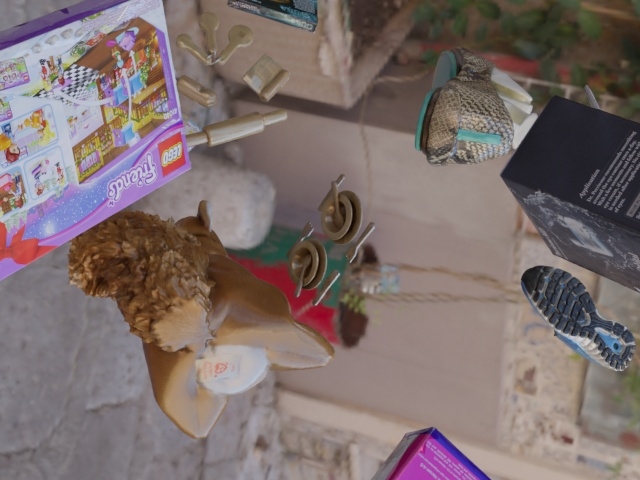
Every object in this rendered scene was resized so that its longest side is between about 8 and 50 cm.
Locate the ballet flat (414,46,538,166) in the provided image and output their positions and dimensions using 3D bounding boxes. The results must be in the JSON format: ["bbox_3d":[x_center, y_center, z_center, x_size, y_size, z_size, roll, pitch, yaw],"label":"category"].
[{"bbox_3d":[0.257,-0.205,1.677,0.483,0.182,0.164,-63,163,-71],"label":"ballet flat"}]

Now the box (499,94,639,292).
[{"bbox_3d":[0.264,-0.029,0.904,0.093,0.158,0.156,-55,139,-8],"label":"box"}]

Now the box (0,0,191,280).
[{"bbox_3d":[-0.252,-0.109,1.001,0.293,0.057,0.200,-37,130,-46],"label":"box"}]

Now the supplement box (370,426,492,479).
[{"bbox_3d":[0.091,0.343,1.234,0.220,0.114,0.111,-47,180,-19],"label":"supplement box"}]

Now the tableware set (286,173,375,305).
[{"bbox_3d":[0.000,0.000,1.685,0.039,0.128,0.194,9,128,-39],"label":"tableware set"}]

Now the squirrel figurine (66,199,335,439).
[{"bbox_3d":[-0.224,0.065,1.728,0.397,0.281,0.370,45,14,-41],"label":"squirrel figurine"}]

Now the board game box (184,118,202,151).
[{"bbox_3d":[-0.333,-0.234,2.163,0.103,0.154,0.026,-48,174,-21],"label":"board game box"}]

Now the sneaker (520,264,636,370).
[{"bbox_3d":[0.278,0.092,1.176,0.063,0.162,0.073,-53,-163,-20],"label":"sneaker"}]

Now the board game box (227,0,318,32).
[{"bbox_3d":[-0.096,-0.490,2.122,0.126,0.186,0.026,-91,-158,-47],"label":"board game box"}]

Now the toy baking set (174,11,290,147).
[{"bbox_3d":[-0.170,-0.216,1.444,0.256,0.196,0.030,-23,164,-24],"label":"toy baking set"}]

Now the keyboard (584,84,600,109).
[{"bbox_3d":[0.325,-0.110,1.173,0.256,0.014,0.072,-75,147,-66],"label":"keyboard"}]
